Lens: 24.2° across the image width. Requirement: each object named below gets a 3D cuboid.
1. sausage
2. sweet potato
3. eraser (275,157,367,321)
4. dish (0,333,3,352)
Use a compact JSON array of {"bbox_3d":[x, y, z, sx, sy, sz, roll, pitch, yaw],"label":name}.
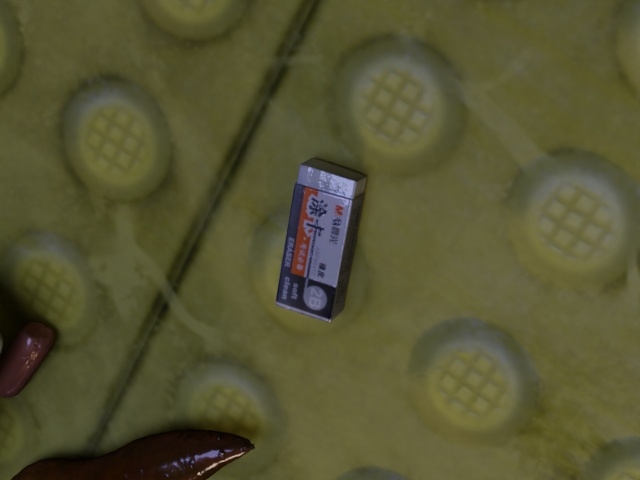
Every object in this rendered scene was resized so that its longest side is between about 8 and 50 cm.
[{"bbox_3d":[-0.267,0.107,1.327,0.034,0.034,0.083,41,118,8],"label":"sausage"},{"bbox_3d":[-0.168,0.203,1.302,0.264,0.057,0.057,-18,98,29],"label":"sweet potato"},{"bbox_3d":[0.000,0.000,1.177,0.052,0.029,0.122,18,113,18],"label":"eraser"},{"bbox_3d":[-0.367,0.117,1.347,0.182,0.080,0.243,35,120,14],"label":"dish"}]
